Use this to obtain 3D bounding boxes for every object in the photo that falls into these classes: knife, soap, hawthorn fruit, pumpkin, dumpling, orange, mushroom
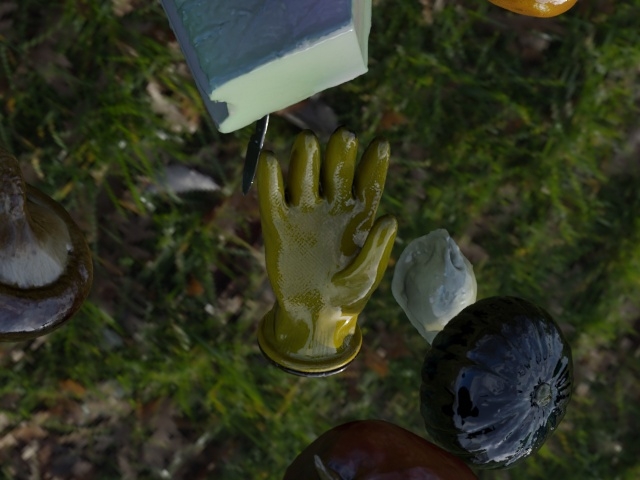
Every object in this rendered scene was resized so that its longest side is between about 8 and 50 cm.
[{"bbox_3d":[-0.093,-0.123,1.828,0.010,0.023,0.170,-38,156,-40],"label":"knife"},{"bbox_3d":[-0.091,-0.379,1.536,0.261,0.446,0.156,-24,162,-1],"label":"soap"},{"bbox_3d":[0.048,0.250,1.160,0.189,0.189,0.251,-53,140,-3],"label":"hawthorn fruit"},{"bbox_3d":[0.193,0.157,1.445,0.194,0.150,0.194,-16,108,-63],"label":"pumpkin"},{"bbox_3d":[0.182,0.080,2.156,0.111,0.155,0.181,17,71,-53],"label":"dumpling"},{"bbox_3d":[0.273,-0.361,1.723,0.156,0.156,0.124,14,91,-45],"label":"orange"},{"bbox_3d":[-0.191,0.007,0.774,0.127,0.127,0.087,5,137,-43],"label":"mushroom"}]

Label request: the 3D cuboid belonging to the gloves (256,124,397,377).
[{"bbox_3d":[-0.001,0.000,1.392,0.133,0.116,0.294,-6,130,-15],"label":"gloves"}]
